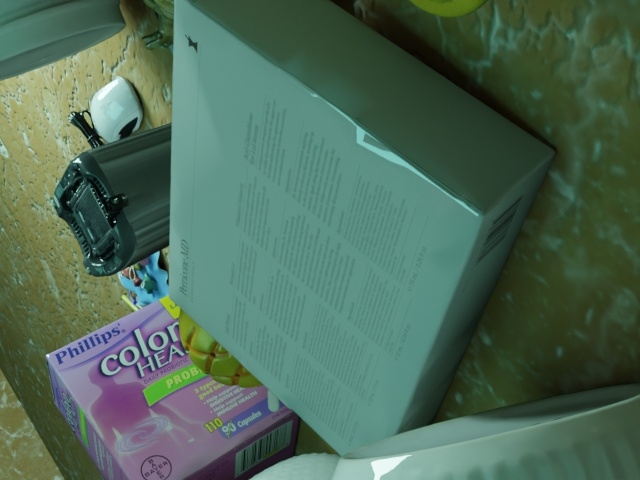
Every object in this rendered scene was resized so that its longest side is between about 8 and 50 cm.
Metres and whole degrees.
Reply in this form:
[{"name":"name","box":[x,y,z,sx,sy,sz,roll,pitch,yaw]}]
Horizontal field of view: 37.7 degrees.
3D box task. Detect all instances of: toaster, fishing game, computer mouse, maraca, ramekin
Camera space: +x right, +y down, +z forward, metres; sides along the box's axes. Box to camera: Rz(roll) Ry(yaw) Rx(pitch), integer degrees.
[{"name":"toaster","box":[-0.199,-0.051,1.046,0.129,0.146,0.227,61,152,2]},{"name":"fishing game","box":[-0.282,0.021,1.356,0.189,0.041,0.264,38,143,33]},{"name":"computer mouse","box":[-0.277,-0.151,1.200,0.106,0.042,0.193,62,152,4]},{"name":"maraca","box":[-0.085,0.124,1.066,0.186,0.099,0.127,43,159,-19]},{"name":"ramekin","box":[0.127,0.175,0.592,0.273,0.273,0.127,-31,71,61]}]

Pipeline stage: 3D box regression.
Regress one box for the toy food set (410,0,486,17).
[{"name":"toy food set","box":[0.053,-0.238,0.554,0.218,0.071,0.128,53,158,9]}]

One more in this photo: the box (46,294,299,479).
[{"name":"box","box":[-0.184,0.208,1.168,0.243,0.214,0.117,46,147,30]}]

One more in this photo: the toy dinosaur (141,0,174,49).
[{"name":"toy dinosaur","box":[-0.126,-0.214,0.817,0.092,0.053,0.183,53,162,-16]}]

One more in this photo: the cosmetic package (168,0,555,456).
[{"name":"cosmetic package","box":[0.000,0.000,0.778,0.284,0.097,0.377,37,144,20]}]

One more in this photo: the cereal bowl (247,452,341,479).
[{"name":"cereal bowl","box":[0.058,0.363,0.975,0.339,0.141,0.338,38,143,37]}]

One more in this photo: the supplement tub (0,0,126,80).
[{"name":"supplement tub","box":[-0.353,-0.339,0.974,0.228,0.228,0.316,-5,109,60]}]

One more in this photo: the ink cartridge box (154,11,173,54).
[{"name":"ink cartridge box","box":[-0.111,-0.265,0.832,0.206,0.045,0.208,-11,102,61]}]
